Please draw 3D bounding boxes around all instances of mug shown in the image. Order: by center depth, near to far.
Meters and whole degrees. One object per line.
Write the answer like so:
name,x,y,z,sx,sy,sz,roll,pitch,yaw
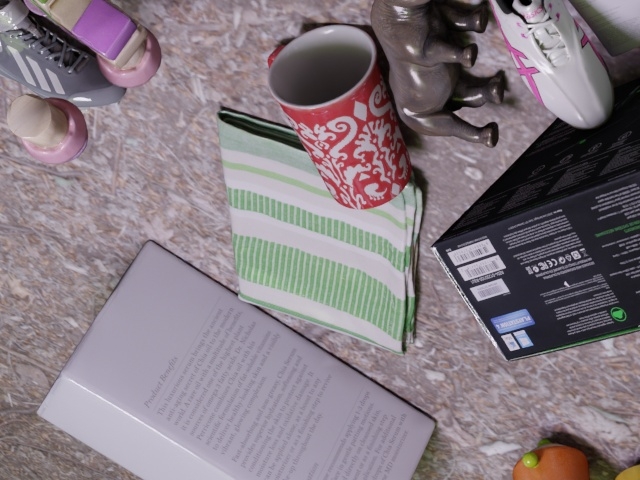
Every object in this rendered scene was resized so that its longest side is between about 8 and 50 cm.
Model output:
mug,0.024,-0.131,1.579,0.113,0.150,0.169,-22,136,5

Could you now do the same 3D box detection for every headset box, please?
headset box,0.280,-0.046,1.338,0.246,0.283,0.131,-21,107,47

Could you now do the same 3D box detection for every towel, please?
towel,0.000,0.000,1.800,0.247,0.038,0.325,18,145,16

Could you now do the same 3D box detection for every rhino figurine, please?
rhino figurine,0.101,-0.190,1.450,0.106,0.073,0.243,6,138,25

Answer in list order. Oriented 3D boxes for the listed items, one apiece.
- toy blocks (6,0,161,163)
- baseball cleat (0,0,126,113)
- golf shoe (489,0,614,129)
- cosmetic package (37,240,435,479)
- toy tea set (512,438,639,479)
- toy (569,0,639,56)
toy blocks,-0.261,-0.264,1.530,0.288,0.309,0.260,40,179,4
baseball cleat,-0.314,-0.212,1.719,0.205,0.072,0.109,16,137,12
golf shoe,0.187,-0.176,1.322,0.067,0.086,0.186,-33,79,16
cosmetic package,-0.107,0.231,2.006,0.453,0.230,0.161,33,146,-6
toy tea set,0.337,0.357,1.992,0.200,0.124,0.336,-3,140,-6
toy,0.242,-0.261,1.267,0.136,0.056,0.237,-20,131,33
